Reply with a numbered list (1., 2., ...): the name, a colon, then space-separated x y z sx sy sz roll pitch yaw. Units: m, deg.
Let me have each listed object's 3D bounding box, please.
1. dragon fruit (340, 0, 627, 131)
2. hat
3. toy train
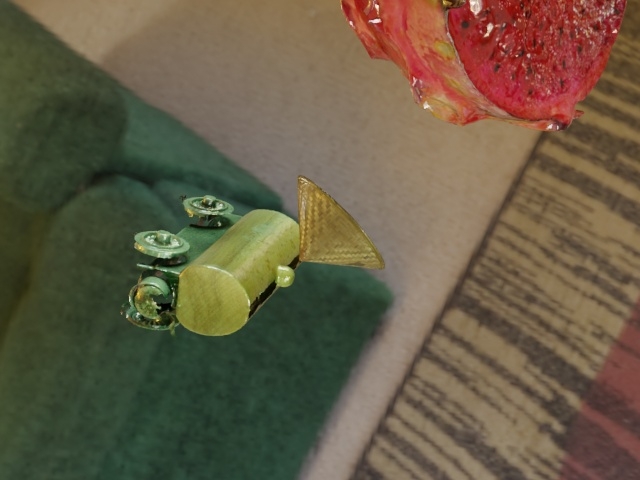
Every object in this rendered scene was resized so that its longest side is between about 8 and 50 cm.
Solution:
1. dragon fruit: 0.153 -0.302 1.445 0.249 0.371 0.386 9 117 43
2. hat: 0.000 0.000 1.584 0.067 0.146 0.146 -42 42 -8
3. toy train: -0.129 0.042 1.736 0.189 0.307 0.126 21 111 8
